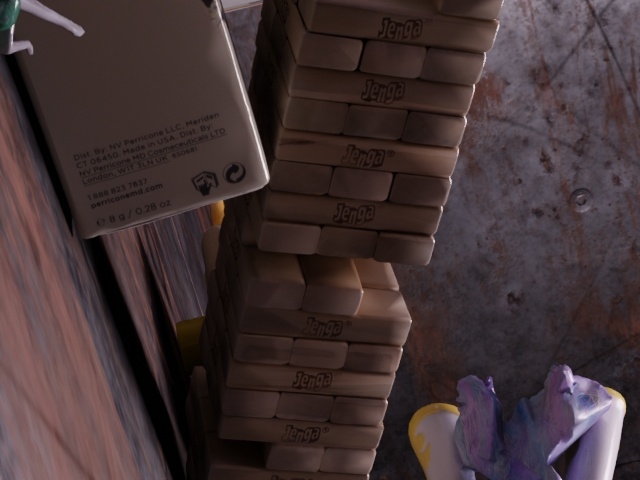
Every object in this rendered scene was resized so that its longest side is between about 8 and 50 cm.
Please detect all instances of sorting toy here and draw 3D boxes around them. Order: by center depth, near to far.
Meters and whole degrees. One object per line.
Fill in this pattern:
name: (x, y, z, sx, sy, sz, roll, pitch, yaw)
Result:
sorting toy: (-0.062, 0.116, 1.115, 0.348, 0.047, 0.196, -104, -174, -50)

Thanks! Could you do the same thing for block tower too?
block tower: (0.000, 0.000, 0.856, 0.091, 0.097, 0.335, -108, -152, -55)

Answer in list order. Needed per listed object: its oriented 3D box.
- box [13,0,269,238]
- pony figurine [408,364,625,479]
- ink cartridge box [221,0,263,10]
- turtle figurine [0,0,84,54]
box: (-0.104, -0.148, 0.729, 0.113, 0.094, 0.275, -109, -177, -57)
pony figurine: (0.106, 0.245, 0.952, 0.363, 0.302, 0.351, -82, -162, -48)
ink cartridge box: (-0.004, -0.269, 1.211, 0.279, 0.384, 0.160, -131, -153, -86)
turtle figurine: (-0.092, -0.152, 0.527, 0.118, 0.175, 0.234, 31, -16, -10)
